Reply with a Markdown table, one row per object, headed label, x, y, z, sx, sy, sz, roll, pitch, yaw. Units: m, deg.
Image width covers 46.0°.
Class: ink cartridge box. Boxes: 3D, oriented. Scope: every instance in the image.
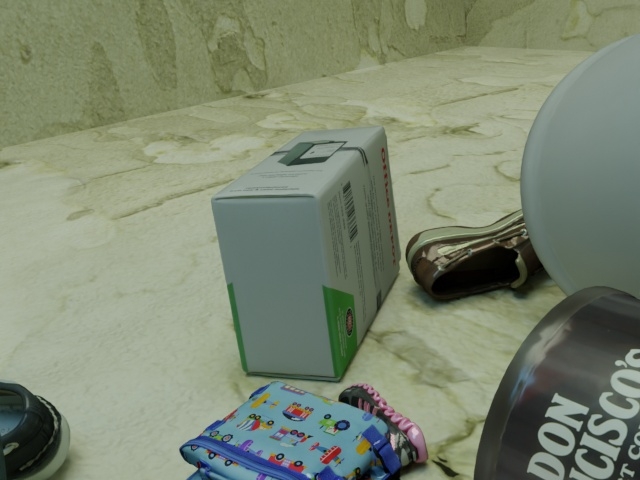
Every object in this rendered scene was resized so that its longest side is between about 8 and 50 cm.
| label | x | y | z | sx | sy | sz | roll | pitch | yaw |
| --- | --- | --- | --- | --- | --- | --- | --- | --- | --- |
| ink cartridge box | 0.000 | 0.000 | 0.897 | 0.121 | 0.211 | 0.289 | -1 | 21 | 20 |

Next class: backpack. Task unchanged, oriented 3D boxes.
| label | x | y | z | sx | sy | sz | roll | pitch | yaw |
| --- | --- | --- | --- | --- | --- | --- | --- | --- | --- |
| backpack | -0.041 | 0.197 | 0.527 | 0.158 | 0.117 | 0.173 | 13 | 31 | 43 |

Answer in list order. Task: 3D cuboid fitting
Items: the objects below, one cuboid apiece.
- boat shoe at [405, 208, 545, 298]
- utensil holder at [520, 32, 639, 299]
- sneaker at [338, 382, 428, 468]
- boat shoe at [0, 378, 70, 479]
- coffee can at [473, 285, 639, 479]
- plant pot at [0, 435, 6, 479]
| label | x | y | z | sx | sy | sz | roll | pitch | yaw |
| --- | --- | --- | --- | --- | --- | --- | --- | --- | --- |
| boat shoe | 0.242 | 0.024 | 0.947 | 0.257 | 0.095 | 0.095 | -14 | 35 | -1 |
| utensil holder | 0.378 | -0.061 | 0.607 | 0.327 | 0.328 | 0.385 | -8 | -1 | -2 |
| sneaker | 0.042 | 0.171 | 0.678 | 0.057 | 0.047 | 0.119 | -29 | 26 | -21 |
| boat shoe | -0.384 | 0.177 | 0.669 | 0.302 | 0.091 | 0.114 | -11 | 56 | -4 |
| coffee can | 0.256 | 0.157 | 0.417 | 0.201 | 0.202 | 0.275 | -22 | 26 | -35 |
| plant pot | -0.279 | 0.202 | 0.394 | 0.247 | 0.253 | 0.248 | -15 | 22 | -21 |
